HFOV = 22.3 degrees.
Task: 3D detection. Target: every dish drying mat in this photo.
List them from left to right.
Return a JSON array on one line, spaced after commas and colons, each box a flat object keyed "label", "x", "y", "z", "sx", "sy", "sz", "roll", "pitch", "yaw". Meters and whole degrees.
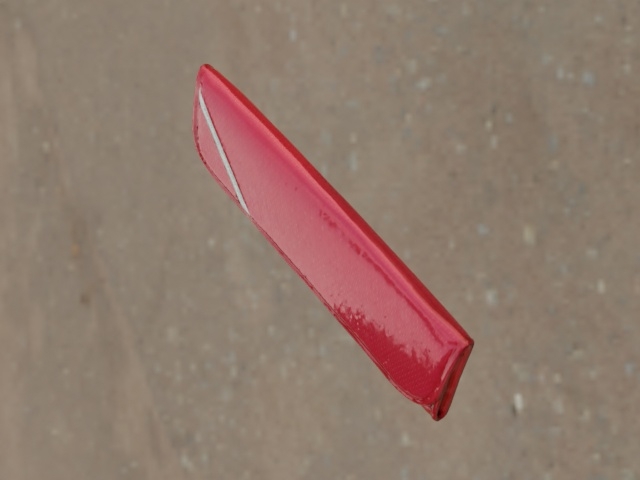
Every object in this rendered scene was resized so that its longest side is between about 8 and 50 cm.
[{"label": "dish drying mat", "x": 0.000, "y": 0.000, "z": 0.335, "sx": 0.083, "sy": 0.008, "sz": 0.032, "roll": 49, "pitch": 152, "yaw": 23}]
